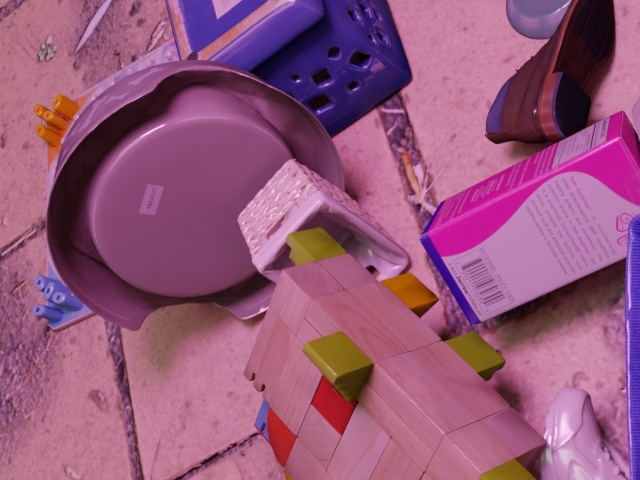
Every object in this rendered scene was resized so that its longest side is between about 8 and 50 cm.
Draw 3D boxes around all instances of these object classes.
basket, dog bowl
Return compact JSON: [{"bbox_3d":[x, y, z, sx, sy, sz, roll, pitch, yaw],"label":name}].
[{"bbox_3d":[0.000,0.000,1.204,0.113,0.167,0.103,-47,41,11],"label":"basket"},{"bbox_3d":[-0.151,-0.054,1.237,0.349,0.349,0.102,-47,37,12],"label":"dog bowl"}]

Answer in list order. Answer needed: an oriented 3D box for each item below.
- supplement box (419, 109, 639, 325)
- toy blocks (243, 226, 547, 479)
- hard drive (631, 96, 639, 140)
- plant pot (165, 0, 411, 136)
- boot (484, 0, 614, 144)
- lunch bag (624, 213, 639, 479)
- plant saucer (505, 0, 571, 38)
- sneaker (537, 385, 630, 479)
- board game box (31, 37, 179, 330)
[{"bbox_3d":[0.228,-0.022,1.050,0.220,0.114,0.111,-27,101,26],"label":"supplement box"},{"bbox_3d":[0.045,0.207,1.059,0.381,0.190,0.261,44,128,32],"label":"toy blocks"},{"bbox_3d":[0.420,-0.176,0.910,0.339,0.064,0.237,-50,14,30],"label":"hard drive"},{"bbox_3d":[-0.057,-0.269,1.328,0.236,0.212,0.236,-32,56,24],"label":"plant pot"},{"bbox_3d":[0.249,-0.197,1.150,0.106,0.082,0.219,-8,49,47],"label":"boot"},{"bbox_3d":[0.357,0.194,0.747,0.239,0.328,0.386,-9,69,37],"label":"lunch bag"},{"bbox_3d":[0.266,-0.292,1.220,0.119,0.021,0.119,-15,64,32],"label":"plant saucer"},{"bbox_3d":[0.268,0.246,0.962,0.115,0.090,0.232,-13,73,25],"label":"sneaker"},{"bbox_3d":[-0.276,-0.110,1.531,0.390,0.050,0.390,-24,58,28],"label":"board game box"}]
